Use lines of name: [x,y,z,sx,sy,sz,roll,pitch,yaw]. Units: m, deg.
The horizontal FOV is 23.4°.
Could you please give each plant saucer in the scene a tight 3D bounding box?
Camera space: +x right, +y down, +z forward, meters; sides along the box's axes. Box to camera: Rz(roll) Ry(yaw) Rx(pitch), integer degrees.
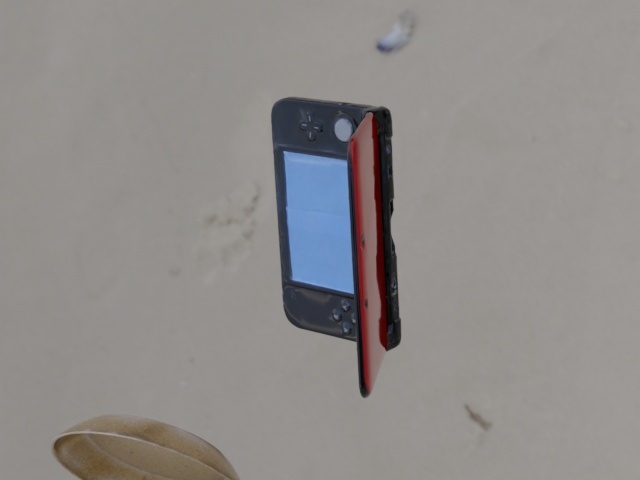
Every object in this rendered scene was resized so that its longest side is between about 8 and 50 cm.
plant saucer: [-0.066,0.089,0.621,0.083,0.083,0.015,1,58,28]

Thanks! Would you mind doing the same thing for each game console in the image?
game console: [0.000,0.000,0.868,0.124,0.085,0.144,11,111,39]
